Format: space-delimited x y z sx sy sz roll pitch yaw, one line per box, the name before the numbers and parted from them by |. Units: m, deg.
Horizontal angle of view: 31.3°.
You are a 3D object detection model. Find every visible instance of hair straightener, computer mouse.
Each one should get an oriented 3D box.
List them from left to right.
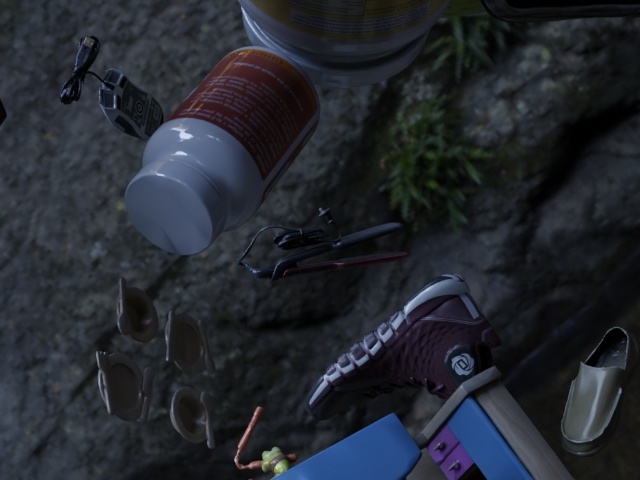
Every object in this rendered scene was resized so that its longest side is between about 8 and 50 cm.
computer mouse | -0.281 -0.191 1.550 0.042 0.193 0.106 -5 63 27
hair straightener | 0.000 0.000 1.538 0.230 0.089 0.047 -9 6 -4

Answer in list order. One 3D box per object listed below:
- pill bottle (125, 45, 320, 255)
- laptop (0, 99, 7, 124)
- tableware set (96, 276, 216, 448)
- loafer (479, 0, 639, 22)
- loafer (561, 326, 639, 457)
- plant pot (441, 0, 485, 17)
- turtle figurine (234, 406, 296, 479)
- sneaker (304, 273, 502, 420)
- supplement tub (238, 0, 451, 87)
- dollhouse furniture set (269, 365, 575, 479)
pill bottle | -0.094 -0.086 1.091 0.121 0.121 0.216 -21 24 39
laptop | -0.473 -0.229 1.057 0.236 0.382 0.408 10 52 16
tableware set | -0.150 0.117 1.081 0.020 0.169 0.141 -22 55 27
loafer | 0.280 -0.242 1.043 0.268 0.096 0.084 -11 20 5
loafer | 0.273 0.145 1.126 0.056 0.050 0.148 3 50 39
plant pot | 0.115 -0.378 1.366 0.227 0.228 0.207 1 14 40
turtle figurine | -0.031 0.339 1.360 0.087 0.217 0.269 130 159 -54
sneaker | 0.117 0.186 1.486 0.281 0.162 0.106 -43 -15 19
supplement tub | 0.028 -0.329 1.089 0.241 0.241 0.331 -57 -13 -30
dollhouse furniture set | 0.068 0.305 1.066 0.303 0.198 0.286 -22 -24 -31
